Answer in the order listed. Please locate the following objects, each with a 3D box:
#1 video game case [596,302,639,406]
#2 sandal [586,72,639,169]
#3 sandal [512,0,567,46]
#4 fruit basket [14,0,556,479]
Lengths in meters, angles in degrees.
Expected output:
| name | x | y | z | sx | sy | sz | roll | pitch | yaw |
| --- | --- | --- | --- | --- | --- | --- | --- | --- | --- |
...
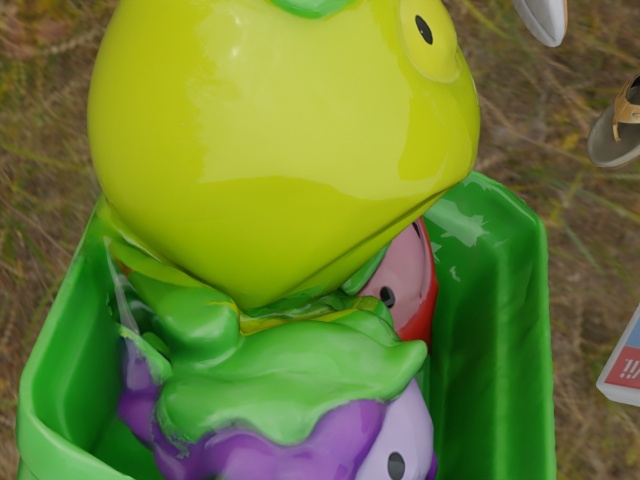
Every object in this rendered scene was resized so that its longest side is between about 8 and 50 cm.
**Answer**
| name | x | y | z | sx | sy | sz | roll | pitch | yaw |
| --- | --- | --- | --- | --- | --- | --- | --- | --- | --- |
| video game case | 0.351 | 0.012 | 1.227 | 0.025 | 0.204 | 0.285 | 41 | 72 | -29 |
| sandal | 0.338 | -0.144 | 1.631 | 0.180 | 0.072 | 0.049 | -38 | 139 | 28 |
| sandal | 0.140 | -0.259 | 1.017 | 0.076 | 0.102 | 0.265 | -13 | 84 | -3 |
| fruit basket | 0.000 | 0.000 | 0.752 | 0.282 | 0.392 | 0.392 | 26 | 95 | -10 |
